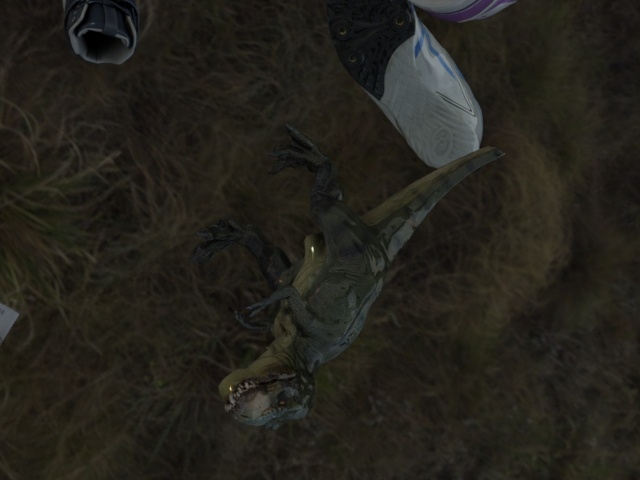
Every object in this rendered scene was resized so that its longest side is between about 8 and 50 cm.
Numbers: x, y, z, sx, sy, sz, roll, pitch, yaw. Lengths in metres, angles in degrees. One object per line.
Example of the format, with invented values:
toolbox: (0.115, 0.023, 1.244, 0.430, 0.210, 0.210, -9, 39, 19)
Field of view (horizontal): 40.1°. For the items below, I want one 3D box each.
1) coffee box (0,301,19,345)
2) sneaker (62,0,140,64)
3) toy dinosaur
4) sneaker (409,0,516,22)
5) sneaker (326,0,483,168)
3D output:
coffee box: (-0.442, 0.067, 0.843, 0.246, 0.098, 0.141, 36, 71, -26)
sneaker: (-0.232, -0.307, 0.990, 0.086, 0.163, 0.226, 11, 126, -25)
toy dinosaur: (0.000, 0.000, 0.534, 0.268, 0.118, 0.064, -49, 167, -33)
sneaker: (0.146, -0.278, 0.579, 0.282, 0.102, 0.161, -59, 161, 19)
sneaker: (0.077, -0.167, 0.819, 0.085, 0.086, 0.237, -24, 124, 20)
